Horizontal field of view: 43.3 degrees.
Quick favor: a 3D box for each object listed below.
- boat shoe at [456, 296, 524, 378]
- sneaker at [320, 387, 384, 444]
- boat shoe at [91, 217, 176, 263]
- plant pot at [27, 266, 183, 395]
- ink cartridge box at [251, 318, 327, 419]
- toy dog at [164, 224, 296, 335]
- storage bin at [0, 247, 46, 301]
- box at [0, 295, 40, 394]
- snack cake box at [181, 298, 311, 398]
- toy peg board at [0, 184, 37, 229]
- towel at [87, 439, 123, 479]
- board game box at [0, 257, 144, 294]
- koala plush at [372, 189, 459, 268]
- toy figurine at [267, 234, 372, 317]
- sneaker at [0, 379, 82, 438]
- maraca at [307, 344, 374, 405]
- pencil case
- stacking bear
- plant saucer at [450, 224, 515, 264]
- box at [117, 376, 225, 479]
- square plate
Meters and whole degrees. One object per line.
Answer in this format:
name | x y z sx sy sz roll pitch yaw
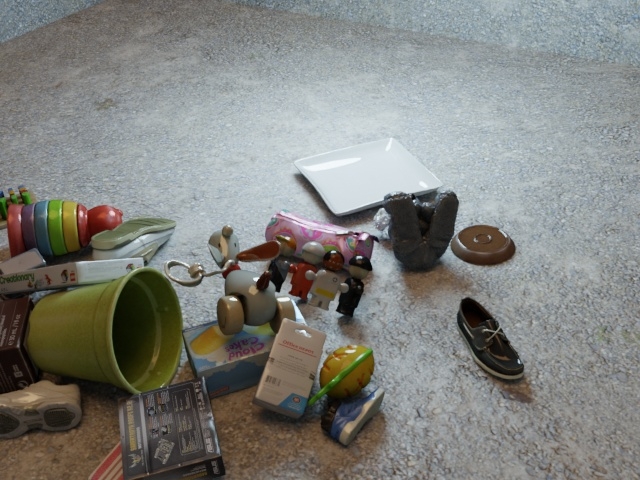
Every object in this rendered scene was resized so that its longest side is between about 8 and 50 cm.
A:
boat shoe | 0.368 0.214 1.766 0.084 0.079 0.233 -13 37 -16
sneaker | 0.061 0.338 1.631 0.085 0.058 0.152 27 51 25
boat shoe | -0.492 0.012 2.129 0.113 0.103 0.302 9 18 27
plant pot | -0.477 0.200 1.743 0.254 0.276 0.276 -4 32 21
ink cartridge box | -0.062 0.264 1.662 0.104 0.060 0.180 20 64 -2
toy dog | -0.171 0.064 1.754 0.220 0.161 0.334 -18 48 -42
storage bin | -0.752 0.086 2.037 0.135 0.091 0.098 -28 69 -31
box | -0.817 0.257 1.763 0.382 0.143 0.191 -12 34 -5
snack cake box | -0.156 0.237 1.775 0.264 0.089 0.152 -15 35 -16
toy peg board | -0.923 -0.114 2.379 0.161 0.079 0.160 -18 37 -20
towel | -0.331 0.442 1.551 0.197 0.029 0.144 12 37 26
board game box | -0.592 0.085 1.912 0.305 0.053 0.193 -8 -3 36
koala plush | 0.235 -0.043 2.104 0.196 0.203 0.221 -2 12 -12
toy figurine | -0.006 0.075 1.874 0.213 0.148 0.209 18 -2 31
sneaker | -0.611 0.344 1.684 0.232 0.090 0.115 1 26 -8
maraca | 0.042 0.281 1.666 0.099 0.127 0.186 47 47 11
pencil case | 0.000 0.000 2.081 0.284 0.124 0.124 15 39 28
stacking bear | -0.680 -0.032 2.177 0.289 0.164 0.175 -5 34 -10
plant saucer | 0.426 0.005 2.109 0.169 0.029 0.168 -2 35 1
box | -0.293 0.378 1.562 0.183 0.056 0.231 -14 33 -9
square plate | 0.135 -0.187 2.402 0.344 0.049 0.347 -15 36 -16
